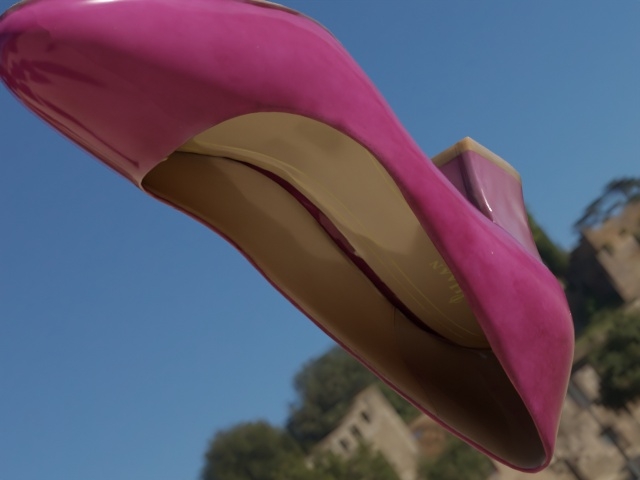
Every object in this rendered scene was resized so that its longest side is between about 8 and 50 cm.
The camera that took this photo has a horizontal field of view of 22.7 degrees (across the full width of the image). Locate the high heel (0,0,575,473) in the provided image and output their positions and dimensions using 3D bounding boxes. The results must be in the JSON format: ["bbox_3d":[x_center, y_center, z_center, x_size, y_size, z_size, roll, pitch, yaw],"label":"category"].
[{"bbox_3d":[0.000,0.000,0.813,0.377,0.181,0.127,17,-38,-37],"label":"high heel"}]
